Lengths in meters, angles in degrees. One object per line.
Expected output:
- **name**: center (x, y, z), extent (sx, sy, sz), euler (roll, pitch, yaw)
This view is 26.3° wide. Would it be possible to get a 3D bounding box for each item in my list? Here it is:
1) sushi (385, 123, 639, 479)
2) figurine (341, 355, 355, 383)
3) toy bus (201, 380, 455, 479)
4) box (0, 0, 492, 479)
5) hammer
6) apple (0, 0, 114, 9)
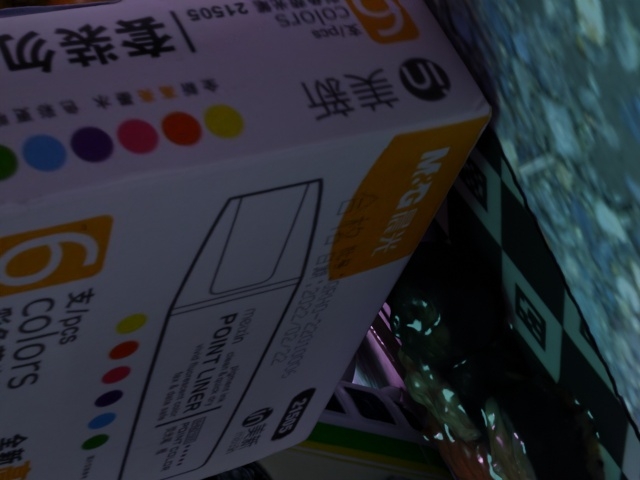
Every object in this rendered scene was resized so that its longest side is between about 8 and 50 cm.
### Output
- **sushi**: center (0.072, 0.072, 0.641), extent (0.219, 0.047, 0.231), euler (64, 169, 2)
- **figurine**: center (-0.036, 0.064, 0.998), extent (0.197, 0.093, 0.147), euler (-126, 26, -46)
- **toy bus**: center (-0.052, 0.149, 0.818), extent (0.133, 0.276, 0.165), euler (-55, 36, 25)
- **box**: center (-0.077, 0.016, 0.582), extent (0.091, 0.221, 0.274), euler (60, 150, 27)
- **hammer**: center (0.000, 0.000, 0.881), extent (0.292, 0.029, 0.058), euler (56, 168, 30)
- **apple**: center (-0.233, -0.173, 1.019), extent (0.242, 0.242, 0.241), euler (66, 162, -8)
